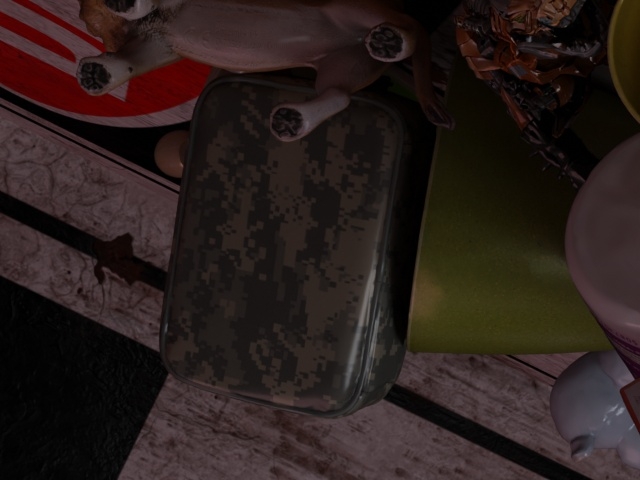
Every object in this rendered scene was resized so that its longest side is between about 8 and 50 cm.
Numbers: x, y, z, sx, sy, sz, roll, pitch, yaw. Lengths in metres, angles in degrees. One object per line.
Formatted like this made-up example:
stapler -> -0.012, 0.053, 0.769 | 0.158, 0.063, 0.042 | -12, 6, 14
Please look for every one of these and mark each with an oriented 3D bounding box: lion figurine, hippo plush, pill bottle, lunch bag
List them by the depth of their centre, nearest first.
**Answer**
pill bottle -> 0.297, 0.056, 1.323 | 0.169, 0.169, 0.301 | 20, 161, 36
lion figurine -> -0.052, -0.183, 1.525 | 0.392, 0.142, 0.240 | 20, -156, 9
lunch bag -> 0.000, 0.000, 1.672 | 0.213, 0.305, 0.256 | 11, -172, 19
hippo plush -> 0.354, 0.150, 2.003 | 0.294, 0.236, 0.234 | 25, -162, -9

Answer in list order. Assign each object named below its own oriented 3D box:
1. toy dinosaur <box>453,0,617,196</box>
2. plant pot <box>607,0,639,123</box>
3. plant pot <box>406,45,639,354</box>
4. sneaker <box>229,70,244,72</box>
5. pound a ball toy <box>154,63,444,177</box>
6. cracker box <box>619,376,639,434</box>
toy dinosaur -> 0.179, -0.148, 1.367 | 0.218, 0.164, 0.322 | 41, -160, -5
plant pot -> 0.268, -0.128, 1.205 | 0.134, 0.134, 0.095 | 21, -165, 27
plant pot -> 0.243, -0.014, 1.603 | 0.294, 0.274, 0.275 | 9, 170, 6
sneaker -> -0.115, -0.251, 1.713 | 0.235, 0.090, 0.094 | 34, 140, 28
pound a ball toy -> -0.014, -0.101, 1.858 | 0.319, 0.208, 0.136 | 30, 171, -31
cracker box -> 0.331, 0.090, 1.187 | 0.156, 0.232, 0.067 | 39, -155, -49
